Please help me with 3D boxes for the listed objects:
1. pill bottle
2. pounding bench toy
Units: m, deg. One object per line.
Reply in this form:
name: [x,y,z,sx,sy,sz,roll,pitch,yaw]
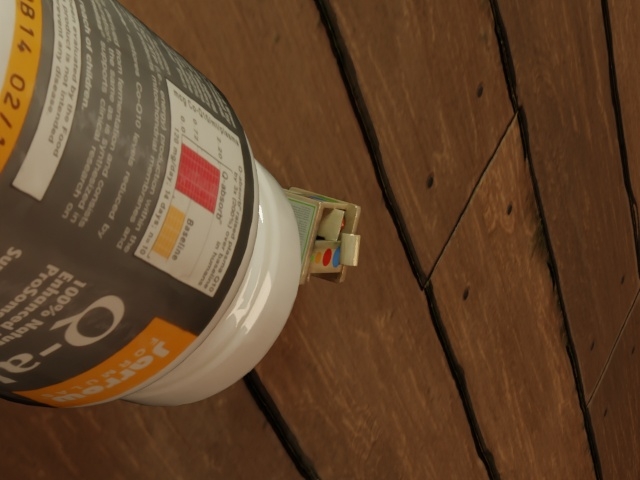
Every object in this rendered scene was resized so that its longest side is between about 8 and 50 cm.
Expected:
pill bottle: [-0.120,-0.023,0.552,0.278,0.162,0.162,37,72,-61]
pounding bench toy: [0.000,0.000,0.877,0.065,0.083,0.052,3,102,-62]
